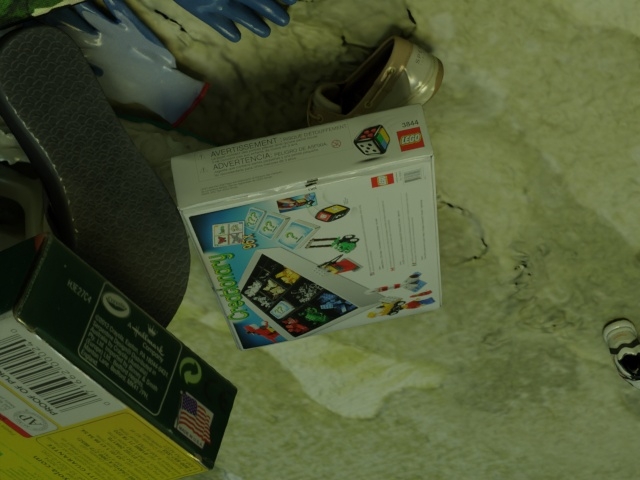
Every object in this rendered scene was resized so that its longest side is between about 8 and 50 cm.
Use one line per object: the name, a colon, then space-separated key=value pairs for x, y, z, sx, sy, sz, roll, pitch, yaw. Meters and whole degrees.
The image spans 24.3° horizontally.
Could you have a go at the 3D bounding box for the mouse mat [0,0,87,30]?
mouse mat: x=-0.193 y=-0.224 z=1.014 sx=0.190 sy=0.007 sz=0.152 roll=-21 pitch=128 yaw=-8

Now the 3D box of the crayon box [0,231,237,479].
crayon box: x=-0.247 y=0.121 z=1.130 sx=0.318 sy=0.081 sz=0.202 roll=-20 pitch=129 yaw=37

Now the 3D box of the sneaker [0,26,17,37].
sneaker: x=-0.301 y=-0.169 z=1.043 sx=0.080 sy=0.094 sz=0.212 roll=-32 pitch=132 yaw=22

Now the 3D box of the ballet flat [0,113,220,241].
ballet flat: x=-0.258 y=-0.035 z=1.165 sx=0.409 sy=0.147 sz=0.147 roll=11 pitch=134 yaw=-19

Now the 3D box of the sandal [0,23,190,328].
sandal: x=-0.171 y=-0.041 z=1.106 sx=0.097 sy=0.054 sz=0.254 roll=-31 pitch=110 yaw=-31

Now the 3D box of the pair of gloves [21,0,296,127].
pair of gloves: x=-0.118 y=-0.173 z=1.115 sx=0.159 sy=0.023 sz=0.198 roll=30 pitch=122 yaw=-31

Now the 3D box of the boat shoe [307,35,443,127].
boat shoe: x=0.018 y=-0.103 z=1.186 sx=0.170 sy=0.063 sz=0.059 roll=-39 pitch=122 yaw=23

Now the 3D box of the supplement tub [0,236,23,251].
supplement tub: x=-0.273 y=0.098 z=1.294 sx=0.144 sy=0.144 sz=0.199 roll=-12 pitch=137 yaw=5

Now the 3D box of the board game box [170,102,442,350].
board game box: x=0.000 y=0.000 z=1.223 sx=0.193 sy=0.053 sz=0.305 roll=-12 pitch=155 yaw=0

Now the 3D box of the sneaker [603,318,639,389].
sneaker: x=0.311 y=0.125 z=1.478 sx=0.040 sy=0.043 sz=0.109 roll=-26 pitch=136 yaw=16
